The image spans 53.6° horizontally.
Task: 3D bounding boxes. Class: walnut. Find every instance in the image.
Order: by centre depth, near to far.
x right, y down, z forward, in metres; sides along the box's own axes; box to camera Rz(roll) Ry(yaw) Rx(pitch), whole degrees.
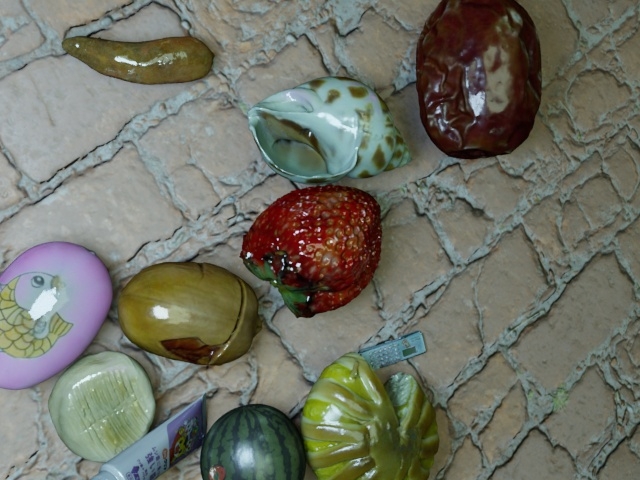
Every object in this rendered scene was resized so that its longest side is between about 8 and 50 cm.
[{"bbox_3d":[-0.235,0.136,1.205,0.298,0.203,0.203,13,82,-37],"label":"walnut"}]

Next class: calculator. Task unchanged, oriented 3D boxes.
[{"bbox_3d":[0.163,0.253,1.443,0.172,0.018,0.057,-14,94,-22],"label":"calculator"}]

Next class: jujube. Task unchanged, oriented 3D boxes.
[{"bbox_3d":[0.352,-0.375,1.422,0.276,0.276,0.377,-4,90,-21],"label":"jujube"}]

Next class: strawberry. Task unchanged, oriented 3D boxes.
[{"bbox_3d":[0.000,0.000,1.279,0.238,0.250,0.288,38,73,21],"label":"strawberry"}]

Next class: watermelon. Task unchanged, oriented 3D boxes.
[{"bbox_3d":[-0.129,0.425,1.221,0.212,0.212,0.212,1,87,-21],"label":"watermelon"}]

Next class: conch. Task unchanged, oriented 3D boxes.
[{"bbox_3d":[0.031,-0.212,1.311,0.368,0.197,0.249,10,71,-5],"label":"conch"}]

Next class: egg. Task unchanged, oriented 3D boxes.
[{"bbox_3d":[-0.482,0.132,1.109,0.196,0.196,0.271,22,90,-19],"label":"egg"}]

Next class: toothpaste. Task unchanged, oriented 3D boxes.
[{"bbox_3d":[-0.303,0.390,1.150,0.299,0.073,0.114,-25,122,-55],"label":"toothpaste"}]

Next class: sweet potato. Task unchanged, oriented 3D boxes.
[{"bbox_3d":[-0.348,-0.354,1.238,0.292,0.097,0.097,-3,88,-20],"label":"sweet potato"}]

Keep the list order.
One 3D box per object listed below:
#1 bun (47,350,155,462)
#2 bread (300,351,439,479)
[{"bbox_3d":[-0.398,0.302,1.169,0.178,0.128,0.193,-27,108,-21],"label":"bun"},{"bbox_3d":[0.114,0.402,1.318,0.333,0.160,0.333,4,83,-32],"label":"bread"}]
